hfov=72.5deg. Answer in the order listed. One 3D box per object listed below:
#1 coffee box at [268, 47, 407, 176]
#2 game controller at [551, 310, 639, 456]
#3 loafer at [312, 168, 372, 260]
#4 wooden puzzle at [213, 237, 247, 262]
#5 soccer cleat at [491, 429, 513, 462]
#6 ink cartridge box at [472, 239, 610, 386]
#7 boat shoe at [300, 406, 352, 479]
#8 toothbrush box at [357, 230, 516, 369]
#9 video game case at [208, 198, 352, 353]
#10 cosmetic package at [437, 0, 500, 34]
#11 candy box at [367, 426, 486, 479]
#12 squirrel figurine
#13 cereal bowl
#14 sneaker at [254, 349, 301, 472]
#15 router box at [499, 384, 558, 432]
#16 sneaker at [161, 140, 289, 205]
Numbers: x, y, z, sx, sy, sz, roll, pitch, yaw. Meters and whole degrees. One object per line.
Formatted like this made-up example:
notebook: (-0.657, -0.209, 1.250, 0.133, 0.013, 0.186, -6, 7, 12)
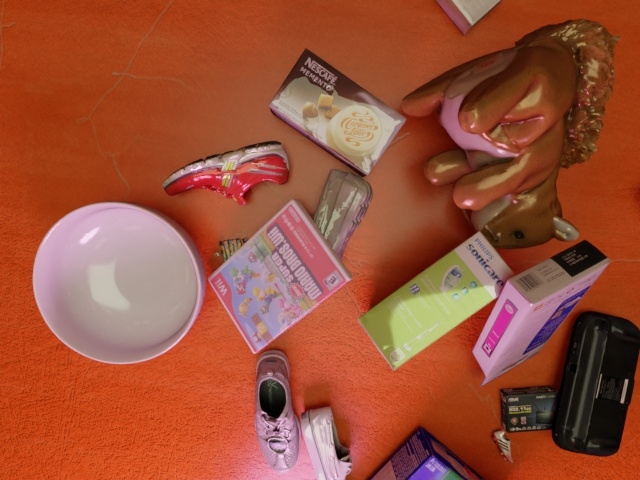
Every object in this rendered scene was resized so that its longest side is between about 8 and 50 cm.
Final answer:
coffee box: (0.034, -0.261, 0.917, 0.247, 0.098, 0.141, 35, 95, -3)
game controller: (0.624, 0.324, 0.983, 0.167, 0.067, 0.319, 14, 88, -17)
loafer: (0.000, 0.000, 0.949, 0.112, 0.112, 0.319, 29, 98, 16)
wooden puzzle: (-0.203, 0.023, 0.995, 0.083, 0.006, 0.049, -8, 96, 1)
soccer cleat: (0.437, 0.486, 1.029, 0.036, 0.029, 0.083, -31, 90, 8)
ink cartridge box: (0.410, 0.163, 0.867, 0.176, 0.370, 0.069, -24, 52, -14)
boat shoe: (0.032, 0.508, 1.001, 0.084, 0.095, 0.258, -19, 97, 7)
toothbrush box: (0.232, 0.125, 0.892, 0.283, 0.206, 0.122, -36, 76, 5)
video game case: (-0.096, 0.079, 0.921, 0.285, 0.025, 0.204, -41, 76, 22)
cosmetic package: (0.266, -0.558, 0.903, 0.099, 0.060, 0.239, -41, 94, 2)
candy box: (0.231, 0.645, 1.000, 0.268, 0.122, 0.317, 40, 96, -5)
squirrel figurine: (0.402, -0.175, 0.823, 0.397, 0.281, 0.370, -34, 114, -5)
cereal bowl: (-0.407, 0.082, 0.936, 0.339, 0.141, 0.338, 0, 96, 1)
sneaker: (-0.109, 0.398, 0.979, 0.105, 0.115, 0.281, -9, 96, 1)
router box: (0.484, 0.391, 1.013, 0.123, 0.038, 0.092, -5, 96, 1)
sneaker: (-0.201, -0.127, 0.935, 0.279, 0.107, 0.118, -14, 105, 4)
